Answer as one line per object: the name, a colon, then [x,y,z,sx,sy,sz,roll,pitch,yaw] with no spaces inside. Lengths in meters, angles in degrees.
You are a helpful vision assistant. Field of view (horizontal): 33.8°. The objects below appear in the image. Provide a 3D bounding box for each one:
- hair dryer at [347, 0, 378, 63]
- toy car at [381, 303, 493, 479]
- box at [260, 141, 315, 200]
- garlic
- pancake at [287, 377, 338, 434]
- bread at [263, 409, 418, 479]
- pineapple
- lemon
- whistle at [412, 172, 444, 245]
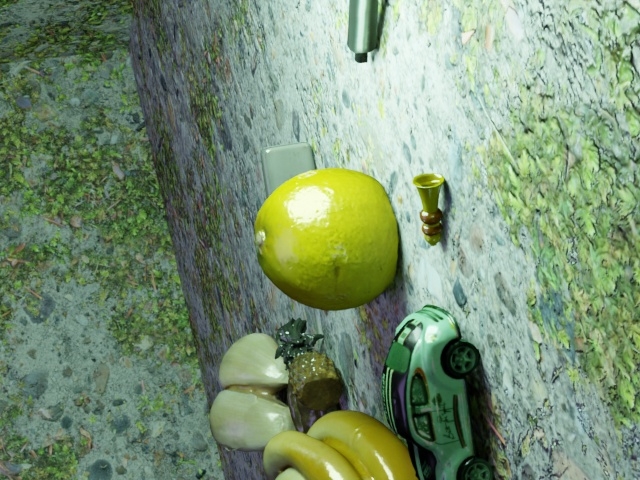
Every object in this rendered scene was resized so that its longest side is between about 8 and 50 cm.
hair dryer: [0.016,-0.423,1.575,0.320,0.156,0.284,62,147,25]
toy car: [0.159,0.250,1.536,0.136,0.125,0.305,-160,63,-71]
box: [-0.052,-0.069,2.077,0.055,0.103,0.243,-158,59,-77]
garlic: [-0.153,0.386,2.576,0.249,0.286,0.313,35,170,-5]
pancake: [-0.012,0.390,2.319,0.294,0.049,0.294,170,90,-72]
bread: [0.050,0.509,1.838,0.329,0.245,0.424,99,152,-48]
pineapple: [-0.034,0.250,2.197,0.111,0.119,0.237,46,-172,-35]
lemon: [0.000,0.000,1.750,0.240,0.219,0.240,174,90,-74]
whistle: [0.153,-0.046,1.523,0.057,0.046,0.109,38,144,45]
